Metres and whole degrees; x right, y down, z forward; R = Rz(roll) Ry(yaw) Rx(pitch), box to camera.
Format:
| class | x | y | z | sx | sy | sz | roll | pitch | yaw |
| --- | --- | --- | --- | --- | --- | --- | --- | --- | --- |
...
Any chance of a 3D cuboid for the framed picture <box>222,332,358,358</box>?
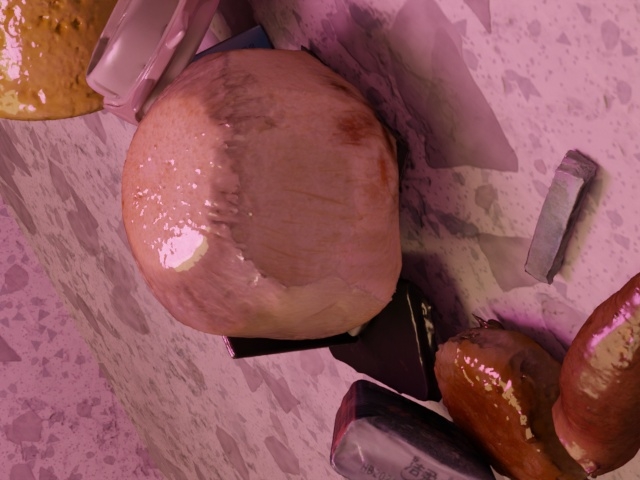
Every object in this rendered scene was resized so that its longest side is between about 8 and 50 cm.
| class | x | y | z | sx | sy | sz | roll | pitch | yaw |
| --- | --- | --- | --- | --- | --- | --- | --- | --- | --- |
| framed picture | -0.099 | 0.015 | 1.788 | 0.016 | 0.265 | 0.347 | -41 | 65 | 37 |

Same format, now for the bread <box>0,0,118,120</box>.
| class | x | y | z | sx | sy | sz | roll | pitch | yaw |
| --- | --- | --- | --- | --- | --- | --- | --- | --- | --- |
| bread | -0.462 | -0.372 | 2.003 | 0.348 | 0.348 | 0.308 | 30 | 134 | 45 |

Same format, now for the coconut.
| class | x | y | z | sx | sy | sz | roll | pitch | yaw |
| --- | --- | --- | --- | --- | --- | --- | --- | --- | --- |
| coconut | -0.055 | -0.059 | 1.566 | 0.344 | 0.415 | 0.415 | 17 | 134 | 41 |

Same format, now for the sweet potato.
| class | x | y | z | sx | sy | sz | roll | pitch | yaw |
| --- | --- | --- | --- | --- | --- | --- | --- | --- | --- |
| sweet potato | 0.339 | 0.131 | 1.334 | 0.131 | 0.131 | 0.337 | 42 | 151 | 31 |

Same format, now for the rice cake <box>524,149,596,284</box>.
| class | x | y | z | sx | sy | sz | roll | pitch | yaw |
| --- | --- | --- | --- | --- | --- | --- | --- | --- | --- |
| rice cake | 0.277 | -0.022 | 1.384 | 0.043 | 0.034 | 0.211 | 37 | 148 | 22 |

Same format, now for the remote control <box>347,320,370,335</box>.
| class | x | y | z | sx | sy | sz | roll | pitch | yaw |
| --- | --- | --- | --- | --- | --- | --- | --- | --- | --- |
| remote control | -0.001 | 0.001 | 1.798 | 0.309 | 0.038 | 0.090 | 64 | 157 | 18 |

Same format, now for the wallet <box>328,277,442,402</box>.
| class | x | y | z | sx | sy | sz | roll | pitch | yaw |
| --- | --- | --- | --- | --- | --- | --- | --- | --- | --- |
| wallet | 0.081 | 0.128 | 1.819 | 0.377 | 0.051 | 0.197 | 16 | 122 | 67 |

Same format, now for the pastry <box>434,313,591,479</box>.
| class | x | y | z | sx | sy | sz | roll | pitch | yaw |
| --- | --- | --- | --- | --- | --- | --- | --- | --- | --- |
| pastry | 0.264 | 0.221 | 1.589 | 0.257 | 0.121 | 0.236 | 59 | 159 | -10 |

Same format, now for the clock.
| class | x | y | z | sx | sy | sz | roll | pitch | yaw |
| --- | --- | --- | --- | --- | --- | --- | --- | --- | --- |
| clock | -0.231 | -0.298 | 1.643 | 0.108 | 0.265 | 0.324 | 28 | -160 | -19 |

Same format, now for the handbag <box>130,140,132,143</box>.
| class | x | y | z | sx | sy | sz | roll | pitch | yaw |
| --- | --- | --- | --- | --- | --- | --- | --- | --- | --- |
| handbag | -0.158 | -0.005 | 2.013 | 0.401 | 0.133 | 0.283 | 53 | 177 | 19 |

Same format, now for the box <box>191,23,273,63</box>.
| class | x | y | z | sx | sy | sz | roll | pitch | yaw |
| --- | --- | --- | --- | --- | --- | --- | --- | --- | --- |
| box | -0.176 | -0.249 | 1.823 | 0.232 | 0.142 | 0.083 | -3 | 116 | 63 |

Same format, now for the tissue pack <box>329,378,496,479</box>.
| class | x | y | z | sx | sy | sz | roll | pitch | yaw |
| --- | --- | --- | --- | --- | --- | --- | --- | --- | --- |
| tissue pack | 0.131 | 0.304 | 1.713 | 0.228 | 0.103 | 0.316 | 27 | -176 | 0 |

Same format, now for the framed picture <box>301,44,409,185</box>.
| class | x | y | z | sx | sy | sz | roll | pitch | yaw |
| --- | --- | --- | --- | --- | --- | --- | --- | --- | --- |
| framed picture | 0.035 | -0.118 | 1.735 | 0.231 | 0.018 | 0.293 | 47 | 153 | 22 |
